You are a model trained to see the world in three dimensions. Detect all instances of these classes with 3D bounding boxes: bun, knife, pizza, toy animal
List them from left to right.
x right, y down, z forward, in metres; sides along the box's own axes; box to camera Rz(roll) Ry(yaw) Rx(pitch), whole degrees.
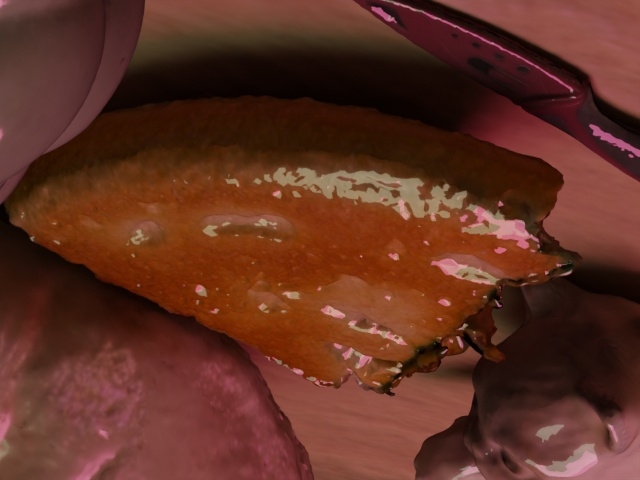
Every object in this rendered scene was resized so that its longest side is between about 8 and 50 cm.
[{"bbox_3d":[-0.197,0.141,1.079,0.365,0.219,0.365,18,145,13],"label":"bun"},{"bbox_3d":[0.000,0.000,0.945,0.290,0.081,0.228,0,144,24],"label":"pizza"},{"bbox_3d":[0.112,-0.061,0.864,0.247,0.018,0.035,26,152,-28],"label":"knife"},{"bbox_3d":[0.215,0.143,1.015,0.266,0.308,0.188,-11,133,-9],"label":"toy animal"}]

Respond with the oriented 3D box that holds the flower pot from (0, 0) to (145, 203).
[{"bbox_3d":[-0.179,-0.108,0.663,0.246,0.195,0.246,7,155,3],"label":"flower pot"}]
